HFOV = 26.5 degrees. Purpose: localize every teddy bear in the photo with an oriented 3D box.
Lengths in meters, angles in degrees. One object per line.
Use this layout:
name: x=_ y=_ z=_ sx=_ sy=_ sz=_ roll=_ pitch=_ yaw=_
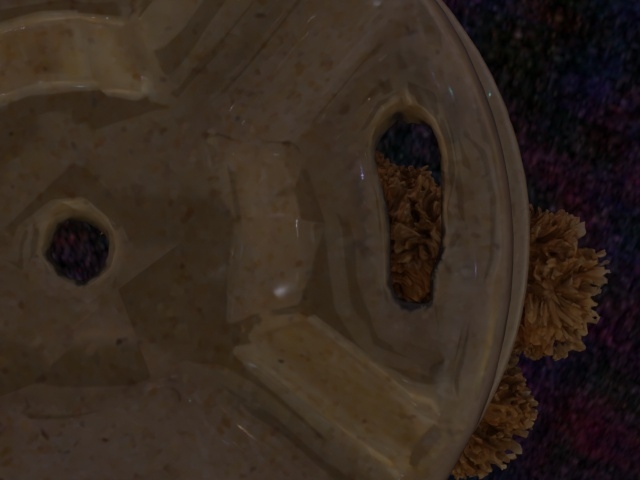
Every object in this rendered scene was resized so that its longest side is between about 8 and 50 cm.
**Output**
teddy bear: x=0.000 y=0.000 z=0.798 sx=0.338 sy=0.245 sz=0.113 roll=48 pitch=34 yaw=11

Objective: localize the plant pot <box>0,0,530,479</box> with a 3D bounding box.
plant pot: x=-0.067 y=0.000 z=0.480 sx=0.334 sy=0.305 sz=0.334 roll=0 pitch=90 yaw=-1
